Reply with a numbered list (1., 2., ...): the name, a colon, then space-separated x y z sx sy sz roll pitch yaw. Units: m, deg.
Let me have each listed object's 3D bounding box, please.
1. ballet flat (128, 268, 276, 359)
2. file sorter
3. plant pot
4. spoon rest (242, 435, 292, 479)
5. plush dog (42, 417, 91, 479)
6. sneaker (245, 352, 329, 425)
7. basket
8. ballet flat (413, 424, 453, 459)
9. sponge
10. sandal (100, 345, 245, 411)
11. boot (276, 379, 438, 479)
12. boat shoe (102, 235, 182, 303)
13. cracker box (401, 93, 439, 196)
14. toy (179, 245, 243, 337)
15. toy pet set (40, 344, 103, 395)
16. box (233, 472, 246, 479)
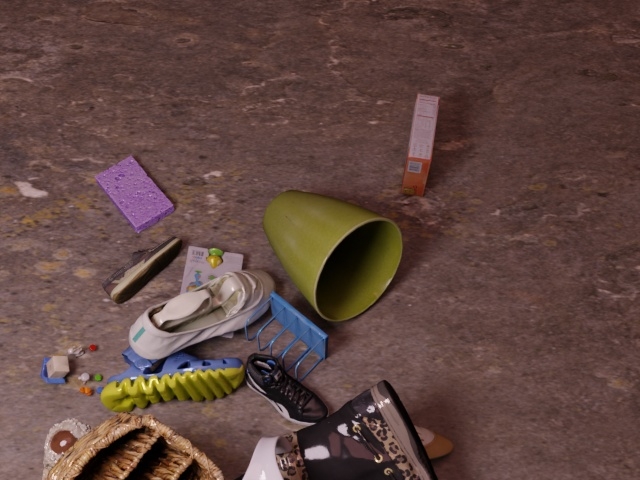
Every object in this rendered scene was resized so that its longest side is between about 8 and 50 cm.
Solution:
1. ballet flat: -0.241 0.144 1.802 0.400 0.139 0.139 -24 59 -37
2. file sorter: -0.080 0.225 1.842 0.170 0.118 0.104 38 65 20
3. plant pot: 0.000 0.000 1.931 0.274 0.275 0.293 -34 49 -22
4. spoon rest: -0.104 0.463 1.477 0.137 0.084 0.276 -9 32 11
5. plush dog: -0.450 0.491 1.638 0.225 0.210 0.263 6 83 -15
6. sneaker: -0.079 0.327 1.771 0.216 0.121 0.079 28 61 16
7. basket: -0.364 0.470 1.465 0.223 0.213 0.299 -2 41 52
8. ballet flat: 0.175 0.435 1.729 0.232 0.073 0.080 -6 22 -6
9. sponge: -0.488 -0.123 2.106 0.117 0.031 0.210 -33 63 -22
10. sandal: -0.327 0.287 1.786 0.317 0.126 0.138 -4 51 -4
11. boot: 0.091 0.507 1.639 0.284 0.138 0.377 -24 93 5
12. boat shoe: -0.436 0.057 1.960 0.073 0.080 0.223 39 67 15
13. cracker box: 0.267 -0.257 2.155 0.067 0.156 0.232 10 56 5
14. toy: -0.267 0.129 1.929 0.136 0.056 0.237 10 56 -9
15. toy pet set: -0.565 0.302 1.817 0.114 0.065 0.122 9 51 -40
16. box: -0.166 0.582 1.554 0.247 0.163 0.142 -27 32 -18
